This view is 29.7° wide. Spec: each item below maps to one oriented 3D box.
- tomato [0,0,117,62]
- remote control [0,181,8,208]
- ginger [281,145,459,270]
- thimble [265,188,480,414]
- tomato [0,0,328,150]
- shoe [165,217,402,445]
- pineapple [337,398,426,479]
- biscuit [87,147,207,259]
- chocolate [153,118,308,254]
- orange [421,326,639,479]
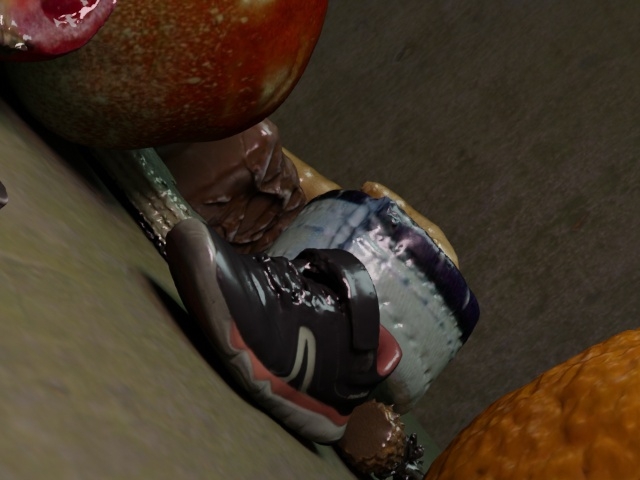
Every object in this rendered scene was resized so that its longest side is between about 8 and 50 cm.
[{"bbox_3d":[-0.233,-0.205,0.801,0.099,0.173,0.189,-2,-6,44],"label":"tomato"},{"bbox_3d":[-0.224,-0.093,0.568,0.212,0.028,0.059,51,-3,-12],"label":"remote control"},{"bbox_3d":[0.002,-0.019,1.484,0.348,0.122,0.363,-30,-88,49],"label":"ginger"},{"bbox_3d":[0.041,0.061,1.244,0.237,0.150,0.237,33,-23,16],"label":"thimble"},{"bbox_3d":[-0.142,-0.207,1.018,0.303,0.303,0.239,52,-30,41],"label":"tomato"},{"bbox_3d":[-0.016,0.065,0.987,0.114,0.137,0.291,51,2,40],"label":"shoe"},{"bbox_3d":[0.066,0.216,1.233,0.074,0.074,0.159,52,0,32],"label":"pineapple"},{"bbox_3d":[-0.156,-0.041,1.166,0.250,0.046,0.147,51,1,9],"label":"biscuit"},{"bbox_3d":[-0.095,-0.060,1.328,0.093,0.148,0.214,45,-7,24],"label":"chocolate"},{"bbox_3d":[0.196,0.211,0.530,0.357,0.322,0.322,61,3,11],"label":"orange"}]
